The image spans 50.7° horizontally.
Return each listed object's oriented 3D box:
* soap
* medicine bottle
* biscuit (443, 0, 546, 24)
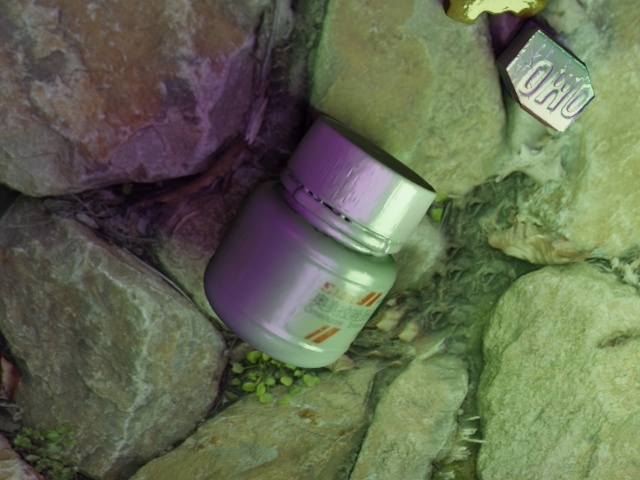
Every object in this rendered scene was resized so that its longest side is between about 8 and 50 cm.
[{"bbox_3d":[0.323,-0.227,0.963,0.149,0.056,0.100,31,116,-19],"label":"soap"},{"bbox_3d":[0.000,0.000,0.965,0.241,0.241,0.302,28,105,-19],"label":"medicine bottle"},{"bbox_3d":[0.225,-0.398,0.866,0.212,0.041,0.238,16,119,-11],"label":"biscuit"}]
